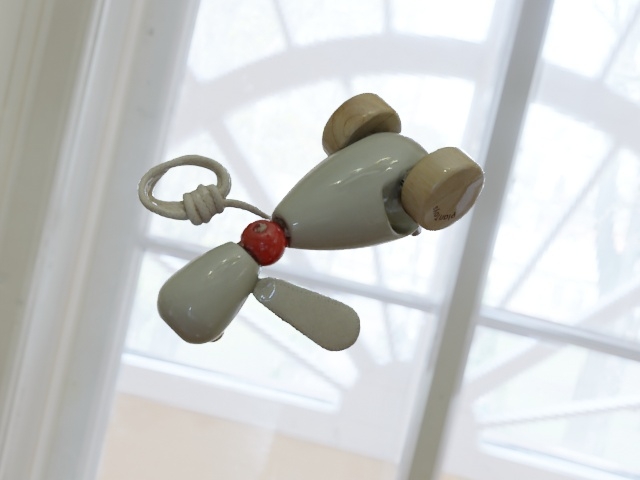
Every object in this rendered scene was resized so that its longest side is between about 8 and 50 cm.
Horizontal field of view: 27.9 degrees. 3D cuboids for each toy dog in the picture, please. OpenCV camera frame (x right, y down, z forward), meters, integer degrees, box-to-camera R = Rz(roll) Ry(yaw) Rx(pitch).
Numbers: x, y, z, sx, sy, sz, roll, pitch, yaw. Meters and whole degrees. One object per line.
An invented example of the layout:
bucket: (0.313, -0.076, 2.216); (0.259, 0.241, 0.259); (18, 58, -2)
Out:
toy dog: (0.000, 0.000, 1.265); (0.333, 0.161, 0.220); (-19, 50, -2)
